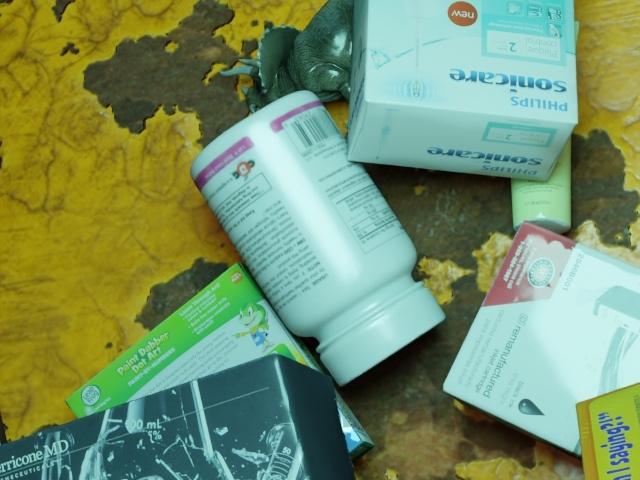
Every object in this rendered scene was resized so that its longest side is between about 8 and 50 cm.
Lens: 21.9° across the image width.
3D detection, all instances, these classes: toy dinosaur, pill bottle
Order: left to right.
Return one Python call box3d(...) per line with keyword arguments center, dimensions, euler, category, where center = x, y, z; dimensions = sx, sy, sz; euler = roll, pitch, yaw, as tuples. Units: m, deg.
box3d(center=(0.000, 0.000, 1.738), dimensions=(0.160, 0.160, 0.283), euler=(-33, 85, 7), category="pill bottle")
box3d(center=(0.044, -0.217, 1.824), dimensions=(0.313, 0.121, 0.160), euler=(-35, 83, 11), category="toy dinosaur")

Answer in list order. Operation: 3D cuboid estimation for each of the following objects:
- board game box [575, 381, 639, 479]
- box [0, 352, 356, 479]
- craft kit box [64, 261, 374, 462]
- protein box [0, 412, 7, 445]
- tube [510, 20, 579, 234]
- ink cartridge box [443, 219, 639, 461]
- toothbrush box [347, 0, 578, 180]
box3d(center=(0.445, 0.302, 1.383), dimensions=(0.356, 0.356, 0.356), euler=(-19, 105, 12), category="board game box")
box3d(center=(-0.130, 0.317, 1.620), dimensions=(0.343, 0.179, 0.312), euler=(-20, 71, 13), category="box")
box3d(center=(-0.111, 0.194, 1.766), dimensions=(0.250, 0.061, 0.247), euler=(-38, 71, 7), category="craft kit box")
box3d(center=(-0.459, 0.271, 1.847), dimensions=(0.200, 0.136, 0.201), euler=(-20, 72, 11), category="protein box")
box3d(center=(0.234, -0.125, 1.778), dimensions=(0.070, 0.062, 0.240), euler=(12, 68, -25), category="tube")
box3d(center=(0.292, 0.127, 1.667), dimensions=(0.273, 0.114, 0.197), euler=(24, 85, 19), category="ink cartridge box")
box3d(center=(0.145, -0.224, 1.718), dimensions=(0.216, 0.126, 0.295), euler=(7, 63, -5), category="toothbrush box")
